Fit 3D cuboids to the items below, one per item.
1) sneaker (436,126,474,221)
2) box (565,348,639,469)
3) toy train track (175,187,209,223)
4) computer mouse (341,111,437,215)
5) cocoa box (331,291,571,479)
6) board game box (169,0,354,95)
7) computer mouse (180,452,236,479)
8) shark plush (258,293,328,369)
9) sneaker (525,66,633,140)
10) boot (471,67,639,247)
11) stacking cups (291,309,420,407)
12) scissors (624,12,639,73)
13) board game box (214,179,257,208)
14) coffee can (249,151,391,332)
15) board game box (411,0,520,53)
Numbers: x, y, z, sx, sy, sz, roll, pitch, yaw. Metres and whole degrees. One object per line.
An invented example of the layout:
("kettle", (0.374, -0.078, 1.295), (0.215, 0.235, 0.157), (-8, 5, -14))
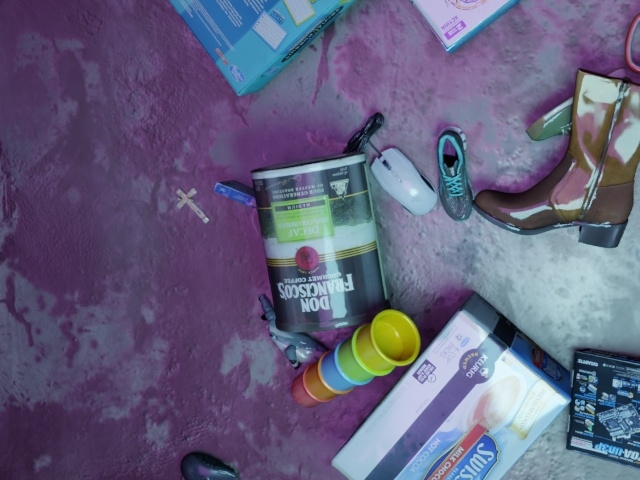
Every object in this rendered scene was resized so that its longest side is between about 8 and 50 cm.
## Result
("sneaker", (0.225, -0.113, 1.889), (0.065, 0.076, 0.166), (-10, 92, 14))
("box", (0.517, 0.284, 1.815), (0.220, 0.051, 0.175), (8, 97, 44))
("toy train track", (-0.238, -0.064, 2.030), (0.083, 0.014, 0.048), (46, 103, 5))
("computer mouse", (0.128, -0.124, 1.927), (0.106, 0.042, 0.193), (-45, 84, 12))
("cocoa box", (0.226, 0.298, 1.842), (0.228, 0.231, 0.347), (40, 101, 7))
("board game box", (-0.087, -0.453, 1.887), (0.336, 0.079, 0.253), (-38, 85, 28))
("computer mouse", (-0.155, 0.468, 2.042), (0.242, 0.041, 0.071), (25, 99, 9))
("shark plush", (-0.057, 0.167, 2.005), (0.067, 0.073, 0.161), (-38, 64, -6))
("sneaker", (0.446, -0.204, 1.836), (0.192, 0.064, 0.086), (-33, 82, 10))
("boot", (0.401, -0.140, 1.797), (0.264, 0.096, 0.280), (13, 115, 11))
("stacking cups", (0.044, 0.207, 1.873), (0.096, 0.096, 0.316), (59, 143, 3))
("scissors", (0.569, -0.416, 1.783), (0.109, 0.021, 0.297), (10, 97, 14))
("board game box", (-0.134, -0.082, 1.966), (0.090, 0.090, 0.020), (23, 102, 11))
("coffee can", (0.000, 0.000, 1.876), (0.202, 0.201, 0.275), (-8, 97, 13))
("board game box", (0.221, -0.516, 1.863), (0.242, 0.064, 0.316), (-36, 86, 13))
